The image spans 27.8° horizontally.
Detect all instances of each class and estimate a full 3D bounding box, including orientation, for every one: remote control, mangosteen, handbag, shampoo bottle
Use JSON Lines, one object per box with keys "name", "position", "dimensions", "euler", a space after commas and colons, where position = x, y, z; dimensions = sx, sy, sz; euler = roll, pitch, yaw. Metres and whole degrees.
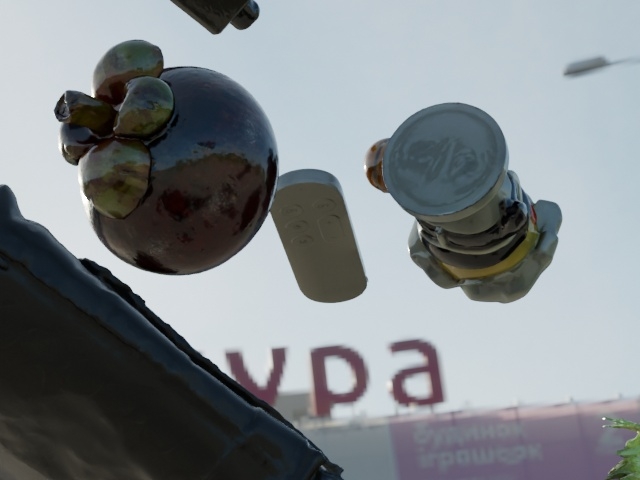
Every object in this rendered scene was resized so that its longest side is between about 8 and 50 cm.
{"name": "remote control", "position": [0.000, 0.000, 1.344], "dimensions": [0.077, 0.022, 0.245], "euler": [-7, -32, 7]}
{"name": "mangosteen", "position": [-0.128, -0.068, 1.038], "dimensions": [0.200, 0.199, 0.200], "euler": [-6, -20, -2]}
{"name": "handbag", "position": [-0.120, 0.103, 0.657], "dimensions": [0.223, 0.080, 0.247], "euler": [41, -30, -2]}
{"name": "shampoo bottle", "position": [-0.158, -0.312, 1.430], "dimensions": [0.079, 0.080, 0.246], "euler": [-46, -46, 11]}

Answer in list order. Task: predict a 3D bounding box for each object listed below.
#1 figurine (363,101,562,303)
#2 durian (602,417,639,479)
{"name": "figurine", "position": [0.140, -0.031, 1.277], "dimensions": [0.176, 0.133, 0.236], "euler": [24, -13, 31]}
{"name": "durian", "position": [0.289, 0.132, 0.831], "dimensions": [0.158, 0.169, 0.355], "euler": [9, -31, -5]}
